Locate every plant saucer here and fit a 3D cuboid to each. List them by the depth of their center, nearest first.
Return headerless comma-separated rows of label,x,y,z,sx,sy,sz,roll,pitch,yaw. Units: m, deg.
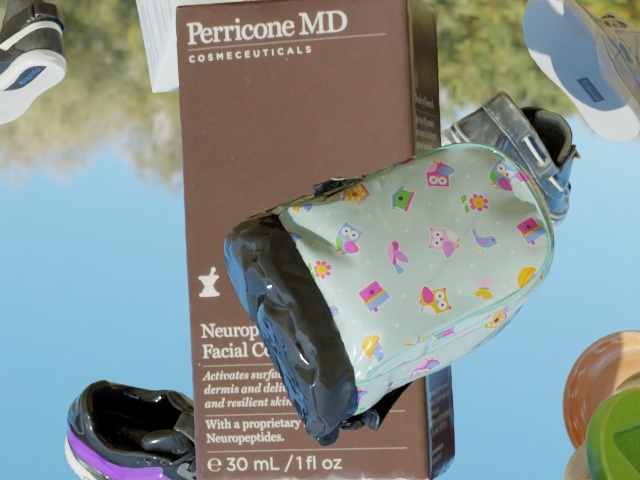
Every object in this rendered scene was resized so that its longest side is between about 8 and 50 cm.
plant saucer,0.407,0.215,2.097,0.200,0.200,0.037,21,-171,35

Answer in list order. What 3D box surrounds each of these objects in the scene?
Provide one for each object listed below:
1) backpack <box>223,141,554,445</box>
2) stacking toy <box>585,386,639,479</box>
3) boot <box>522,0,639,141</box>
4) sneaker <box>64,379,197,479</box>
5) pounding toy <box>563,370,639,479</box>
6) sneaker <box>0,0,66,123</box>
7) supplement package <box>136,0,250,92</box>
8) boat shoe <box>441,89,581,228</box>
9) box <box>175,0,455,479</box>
backpack,0.051,0.020,0.967,0.182,0.152,0.115,-23,172,-12
stacking toy,0.293,0.316,1.635,0.130,0.309,0.279,-23,-157,53
boot,0.345,-0.252,2.085,0.095,0.258,0.123,-8,-134,35
sneaker,-0.117,0.218,1.585,0.293,0.146,0.102,21,-126,7
pounding toy,0.346,0.258,1.780,0.154,0.155,0.269,-26,-140,9
sneaker,-0.375,-0.223,1.975,0.079,0.121,0.217,21,149,-40
supplement package,-0.100,-0.309,1.864,0.199,0.198,0.263,-9,170,-14
boat shoe,0.237,-0.088,1.833,0.121,0.119,0.335,54,-165,17
box,0.000,0.000,1.302,0.191,0.381,0.143,-4,178,13
